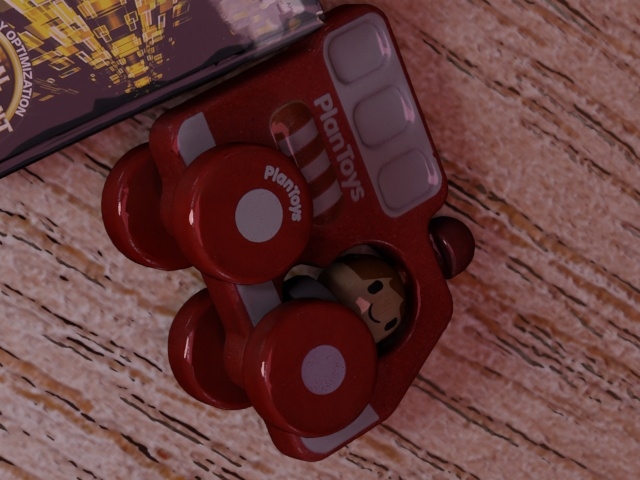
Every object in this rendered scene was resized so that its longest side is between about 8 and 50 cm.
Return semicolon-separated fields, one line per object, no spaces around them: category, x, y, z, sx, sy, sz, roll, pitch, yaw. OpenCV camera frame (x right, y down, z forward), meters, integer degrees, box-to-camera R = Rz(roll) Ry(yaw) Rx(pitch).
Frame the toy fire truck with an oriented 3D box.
toy fire truck;0.000;0.000;1.322;0.254;0.169;0.302;-30;107;-24

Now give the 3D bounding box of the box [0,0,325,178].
box;-0.220;-0.261;1.218;0.318;0.097;0.395;-25;94;-7
